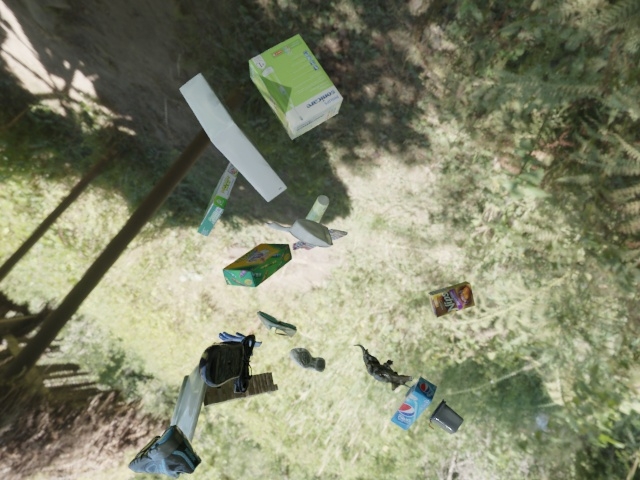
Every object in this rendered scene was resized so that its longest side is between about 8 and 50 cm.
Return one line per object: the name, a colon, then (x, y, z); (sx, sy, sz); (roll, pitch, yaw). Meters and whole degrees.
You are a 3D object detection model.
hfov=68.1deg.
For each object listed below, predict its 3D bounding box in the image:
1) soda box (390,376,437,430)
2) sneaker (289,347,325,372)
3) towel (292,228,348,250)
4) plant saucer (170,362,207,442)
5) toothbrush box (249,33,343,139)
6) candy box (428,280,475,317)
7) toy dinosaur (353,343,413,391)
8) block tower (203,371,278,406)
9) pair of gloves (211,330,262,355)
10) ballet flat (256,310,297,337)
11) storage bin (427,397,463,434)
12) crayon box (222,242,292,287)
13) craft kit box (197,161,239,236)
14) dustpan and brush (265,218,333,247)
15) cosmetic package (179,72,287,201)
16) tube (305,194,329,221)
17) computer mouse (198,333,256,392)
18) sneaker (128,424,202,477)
soda box: (0.315, 0.557, 1.614); (0.067, 0.071, 0.210); (30, 131, 10)
sneaker: (-0.085, 0.591, 2.323); (0.115, 0.090, 0.232); (-11, 142, 41)
towel: (0.000, 0.000, 1.887); (0.197, 0.029, 0.144); (-21, 168, 26)
plant saucer: (-0.542, 0.672, 1.958); (0.101, 0.400, 0.400); (15, 163, -10)
toothbrush box: (-0.088, -0.535, 1.658); (0.283, 0.206, 0.122); (56, 170, 5)
candy box: (0.581, 0.261, 2.100); (0.053, 0.187, 0.109); (-129, 23, -78)
toy dinosaur: (0.258, 0.585, 2.146); (0.314, 0.121, 0.160); (20, 143, 33)
block tower: (-0.363, 0.665, 2.127); (0.336, 0.097, 0.091); (1, 155, -34)
pair of gloves: (-0.298, 0.370, 1.677); (0.159, 0.023, 0.198); (18, 144, -19)
ballet flat: (-0.160, 0.305, 1.688); (0.168, 0.052, 0.057); (28, -176, -20)
storage bin: (0.416, 0.600, 1.581); (0.091, 0.098, 0.135); (35, 164, 22)
crayon box: (-0.269, 0.102, 2.061); (0.166, 0.278, 0.081); (1, 114, 33)
craft kit box: (-0.430, -0.176, 2.006); (0.061, 0.246, 0.250); (27, 143, -15)
dustpan and brush: (-0.072, -0.033, 1.525); (0.211, 0.060, 0.147); (24, -158, -19)
cosmetic package: (-0.280, -0.330, 1.572); (0.284, 0.097, 0.377); (53, -178, 32)
tube: (-0.021, -0.141, 2.358); (0.070, 0.062, 0.240); (32, 149, 1)
computer mouse: (-0.292, 0.372, 1.428); (0.072, 0.188, 0.272); (5, 171, 20)
sneaker: (-0.473, 0.665, 1.426); (0.139, 0.125, 0.341); (46, 138, -3)
